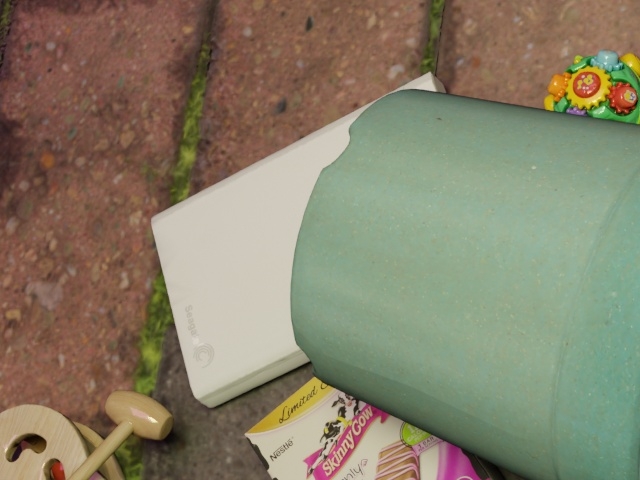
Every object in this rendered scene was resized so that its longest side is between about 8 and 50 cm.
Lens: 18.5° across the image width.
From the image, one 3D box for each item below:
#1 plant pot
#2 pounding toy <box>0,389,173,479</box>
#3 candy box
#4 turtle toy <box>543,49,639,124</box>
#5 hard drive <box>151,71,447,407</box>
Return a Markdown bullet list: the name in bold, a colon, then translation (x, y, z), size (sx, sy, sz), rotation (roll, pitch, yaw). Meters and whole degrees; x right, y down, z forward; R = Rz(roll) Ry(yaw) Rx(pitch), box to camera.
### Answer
- **plant pot**: translation (0.179, 0.040, 1.505), size (0.334, 0.341, 0.341), rotation (18, 78, 29)
- **pounding toy**: translation (-0.263, 0.229, 1.762), size (0.154, 0.155, 0.269), rotation (31, 85, 28)
- **candy box**: translation (0.061, 0.209, 1.660), size (0.159, 0.071, 0.233), rotation (-40, 57, 7)
- **turtle toy**: translation (0.246, -0.112, 1.708), size (0.095, 0.066, 0.130), rotation (-28, 59, 13)
- **hard drive**: translation (0.000, 0.000, 1.789), size (0.307, 0.040, 0.203), rotation (-27, 58, 17)
